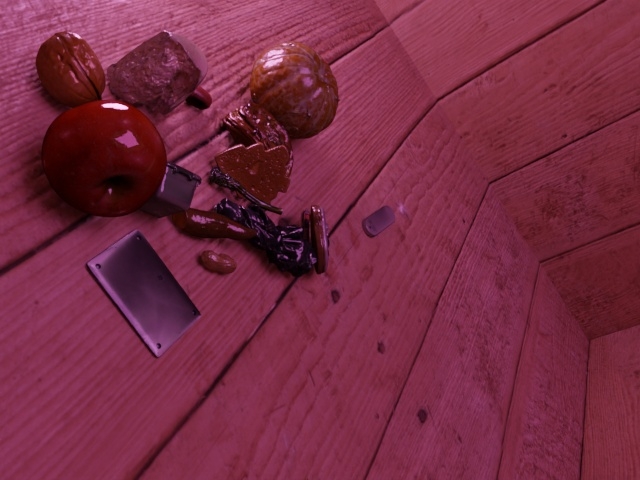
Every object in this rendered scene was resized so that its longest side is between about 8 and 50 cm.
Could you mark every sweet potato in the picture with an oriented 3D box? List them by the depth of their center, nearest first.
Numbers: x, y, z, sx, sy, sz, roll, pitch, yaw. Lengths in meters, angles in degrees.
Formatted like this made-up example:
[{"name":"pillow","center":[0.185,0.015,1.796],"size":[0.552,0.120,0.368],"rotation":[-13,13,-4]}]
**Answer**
[{"name":"sweet potato","center":[-0.284,-0.035,1.716],"size":[0.243,0.077,0.077],"rotation":[18,53,-36]}]

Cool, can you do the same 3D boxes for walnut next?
[{"name":"walnut","center":[-0.586,-0.395,1.523],"size":[0.180,0.144,0.144],"rotation":[55,35,-17]}]

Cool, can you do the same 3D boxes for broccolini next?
[{"name":"broccolini","center":[-0.212,-0.136,1.851],"size":[0.239,0.054,0.051],"rotation":[31,31,-13]}]

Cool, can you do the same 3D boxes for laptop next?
[{"name":"laptop","center":[-0.405,0.118,1.510],"size":[0.269,0.015,0.187],"rotation":[56,35,-10]}]

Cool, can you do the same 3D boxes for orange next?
[{"name":"orange","center":[-0.080,-0.502,2.158],"size":[0.329,0.249,0.329],"rotation":[28,53,-45]}]

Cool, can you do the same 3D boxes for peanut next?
[{"name":"peanut","center":[-0.269,0.057,1.703],"size":[0.113,0.054,0.054],"rotation":[23,50,-43]}]

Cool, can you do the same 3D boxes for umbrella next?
[{"name":"umbrella","center":[-0.147,-0.029,1.859],"size":[0.336,0.128,0.154],"rotation":[44,40,-20]}]

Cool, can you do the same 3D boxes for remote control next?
[{"name":"remote control","center":[0.224,-0.075,2.464],"size":[0.077,0.022,0.245],"rotation":[59,35,-2]}]

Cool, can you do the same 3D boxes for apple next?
[{"name":"apple","center":[-0.469,-0.180,1.422],"size":[0.260,0.260,0.217],"rotation":[20,33,-45]}]

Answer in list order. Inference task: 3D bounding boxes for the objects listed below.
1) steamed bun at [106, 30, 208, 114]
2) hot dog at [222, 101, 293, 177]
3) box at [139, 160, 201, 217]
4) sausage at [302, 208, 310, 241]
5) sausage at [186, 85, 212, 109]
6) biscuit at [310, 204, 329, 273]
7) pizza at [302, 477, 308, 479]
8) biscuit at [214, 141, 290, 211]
[{"name":"steamed bun","center":[-0.409,-0.435,1.697],"size":[0.200,0.225,0.170],"rotation":[-16,80,-57]},{"name":"hot dog","center":[-0.178,-0.300,2.005],"size":[0.272,0.122,0.196],"rotation":[54,28,-9]},{"name":"box","center":[-0.386,-0.118,1.575],"size":[0.124,0.172,0.093],"rotation":[25,64,-40]},{"name":"sausage","center":[-0.049,-0.024,2.067],"size":[0.028,0.025,0.198],"rotation":[22,49,-25]},{"name":"sausage","center":[-0.362,-0.423,1.898],"size":[0.094,0.059,0.054],"rotation":[31,54,-39]},{"name":"biscuit","center":[0.000,0.000,1.997],"size":[0.181,0.049,0.208],"rotation":[98,-15,-70]},{"name":"pizza","center":[-0.027,0.688,1.557],"size":[0.289,0.081,0.229],"rotation":[28,46,-38]},{"name":"biscuit","center":[-0.200,-0.202,1.897],"size":[0.238,0.212,0.041],"rotation":[21,6,-19]}]
